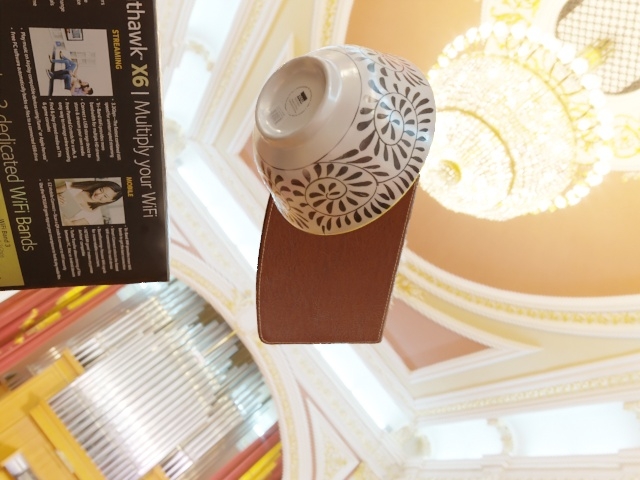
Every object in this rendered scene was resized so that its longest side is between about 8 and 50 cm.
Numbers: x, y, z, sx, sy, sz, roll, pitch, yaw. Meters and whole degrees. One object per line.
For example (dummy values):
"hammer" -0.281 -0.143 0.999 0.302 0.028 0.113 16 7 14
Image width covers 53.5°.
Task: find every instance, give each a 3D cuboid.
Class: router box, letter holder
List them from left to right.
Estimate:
"router box" -0.225 -0.106 0.404 0.081 0.243 0.308 -107 -160 -52
"letter holder" 0.000 0.000 0.980 0.152 0.215 0.301 -113 -153 -56

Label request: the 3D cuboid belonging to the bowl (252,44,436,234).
"bowl" 0.000 -0.097 0.512 0.170 0.170 0.080 22 -6 42
